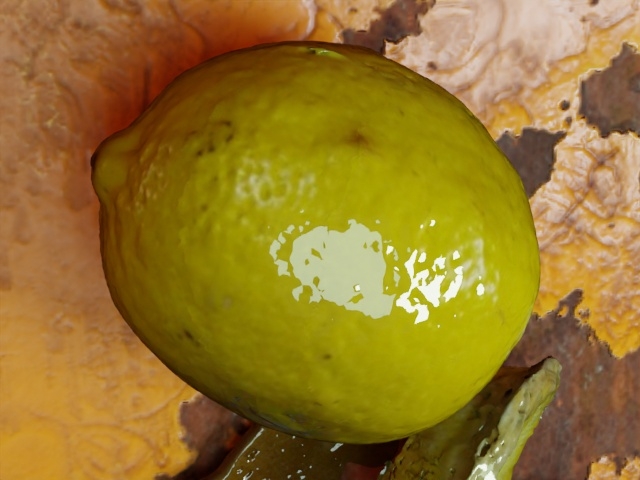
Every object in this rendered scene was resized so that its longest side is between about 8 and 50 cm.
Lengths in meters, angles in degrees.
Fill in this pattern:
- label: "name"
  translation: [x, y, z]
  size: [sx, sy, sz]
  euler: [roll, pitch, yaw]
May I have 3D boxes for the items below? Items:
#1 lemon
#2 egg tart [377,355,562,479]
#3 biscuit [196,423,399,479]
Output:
- label: "lemon"
  translation: [-0.002, -0.001, 1.114]
  size: [0.284, 0.260, 0.260]
  euler: [31, 99, 6]
- label: "egg tart"
  translation: [0.094, 0.166, 1.244]
  size: [0.090, 0.212, 0.212]
  euler: [27, 101, 8]
- label: "biscuit"
  translation: [-0.007, 0.136, 1.277]
  size: [0.138, 0.031, 0.205]
  euler: [25, 102, -27]
